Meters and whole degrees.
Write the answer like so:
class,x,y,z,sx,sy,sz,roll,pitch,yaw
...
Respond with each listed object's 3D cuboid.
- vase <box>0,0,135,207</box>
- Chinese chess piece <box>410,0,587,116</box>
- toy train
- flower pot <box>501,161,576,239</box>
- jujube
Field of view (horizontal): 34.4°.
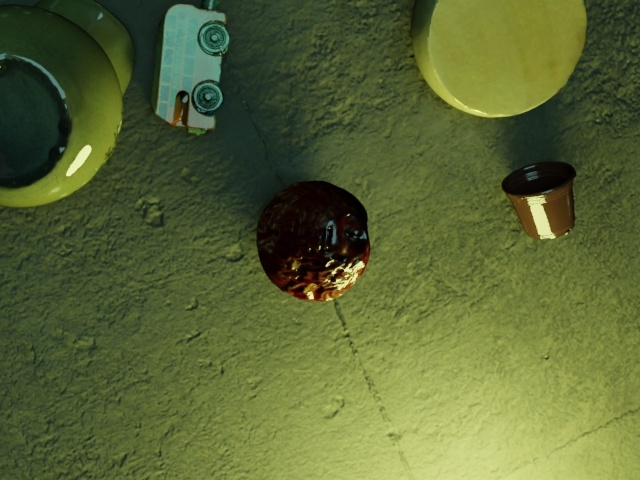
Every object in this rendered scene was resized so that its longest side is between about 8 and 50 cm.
class,x,y,z,sx,sy,sz,roll,pitch,yaw
vase,-0.386,-0.147,1.302,0.241,0.302,0.329,34,106,-13
Chinese chess piece,0.250,-0.299,1.457,0.251,0.097,0.250,-4,113,-9
toy train,-0.177,-0.240,1.420,0.099,0.072,0.188,5,95,-6
flower pot,0.331,-0.054,1.532,0.111,0.111,0.089,-22,114,-9
jujube,0.000,0.000,1.393,0.168,0.236,0.168,1,88,-17
